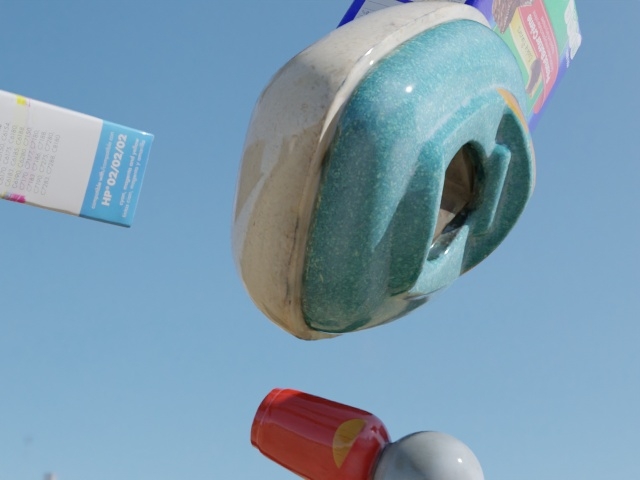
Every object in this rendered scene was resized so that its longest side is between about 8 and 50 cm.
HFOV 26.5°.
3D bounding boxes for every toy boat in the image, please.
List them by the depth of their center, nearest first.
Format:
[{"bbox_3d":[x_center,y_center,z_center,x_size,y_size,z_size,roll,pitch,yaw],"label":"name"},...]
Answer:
[{"bbox_3d":[0.051,0.022,0.792,0.148,0.318,0.267,20,26,22],"label":"toy boat"}]

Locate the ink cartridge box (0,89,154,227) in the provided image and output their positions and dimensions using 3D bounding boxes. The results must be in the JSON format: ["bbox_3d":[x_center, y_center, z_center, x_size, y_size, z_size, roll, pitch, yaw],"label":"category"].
[{"bbox_3d":[-0.204,-0.061,0.795,0.181,0.061,0.104,14,1,-35],"label":"ink cartridge box"}]

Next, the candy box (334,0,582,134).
[{"bbox_3d":[0.125,-0.162,1.322,0.122,0.317,0.268,23,-19,27],"label":"candy box"}]
